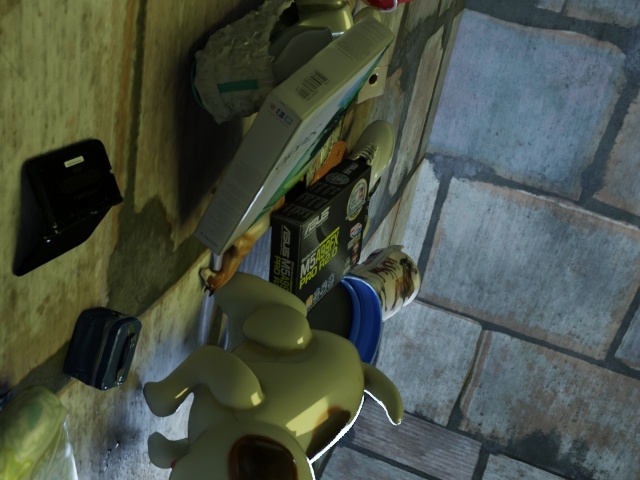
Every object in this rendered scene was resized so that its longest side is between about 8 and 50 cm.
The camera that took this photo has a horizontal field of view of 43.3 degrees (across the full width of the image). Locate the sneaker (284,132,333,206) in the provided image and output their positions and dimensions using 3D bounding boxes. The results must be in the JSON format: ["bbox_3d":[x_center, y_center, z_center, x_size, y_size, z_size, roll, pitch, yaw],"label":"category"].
[{"bbox_3d":[-0.034,-0.139,1.431,0.093,0.088,0.225,136,-26,-84],"label":"sneaker"}]

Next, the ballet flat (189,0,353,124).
[{"bbox_3d":[-0.028,-0.277,1.124,0.409,0.146,0.147,-56,161,-47],"label":"ballet flat"}]

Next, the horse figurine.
[{"bbox_3d":[-0.117,-0.051,1.309,0.263,0.066,0.174,-60,157,-31],"label":"horse figurine"}]

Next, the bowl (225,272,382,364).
[{"bbox_3d":[-0.037,0.230,1.661,0.391,0.077,0.391,-25,131,-33],"label":"bowl"}]

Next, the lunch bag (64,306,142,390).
[{"bbox_3d":[-0.256,0.128,0.974,0.067,0.065,0.099,-13,122,-75],"label":"lunch bag"}]

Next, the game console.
[{"bbox_3d":[-0.265,-0.036,0.821,0.122,0.071,0.107,-46,122,-64],"label":"game console"}]

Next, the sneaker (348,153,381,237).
[{"bbox_3d":[0.085,-0.117,1.997,0.153,0.101,0.269,88,19,-57],"label":"sneaker"}]

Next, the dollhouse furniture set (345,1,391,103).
[{"bbox_3d":[0.011,-0.315,1.411,0.183,0.129,0.129,-25,141,-30],"label":"dollhouse furniture set"}]

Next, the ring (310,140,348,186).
[{"bbox_3d":[-0.013,-0.065,1.807,0.336,0.032,0.337,18,90,-78],"label":"ring"}]

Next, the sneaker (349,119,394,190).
[{"bbox_3d":[0.106,-0.177,1.860,0.091,0.094,0.258,89,22,-69],"label":"sneaker"}]

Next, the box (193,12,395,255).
[{"bbox_3d":[-0.041,-0.135,1.091,0.232,0.058,0.322,-47,178,-39],"label":"box"}]

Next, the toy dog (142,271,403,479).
[{"bbox_3d":[-0.090,0.312,1.259,0.408,0.395,0.285,-67,179,-57],"label":"toy dog"}]

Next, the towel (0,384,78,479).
[{"bbox_3d":[-0.367,0.378,0.840,0.321,0.090,0.375,-61,165,-48],"label":"towel"}]

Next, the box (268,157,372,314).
[{"bbox_3d":[0.000,0.000,1.460,0.270,0.060,0.216,-42,146,-50],"label":"box"}]

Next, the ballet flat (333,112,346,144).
[{"bbox_3d":[0.033,-0.282,1.676,0.057,0.049,0.173,18,91,-33],"label":"ballet flat"}]

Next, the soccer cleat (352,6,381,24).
[{"bbox_3d":[0.067,-0.389,1.591,0.196,0.068,0.076,-64,163,-17],"label":"soccer cleat"}]

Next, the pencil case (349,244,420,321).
[{"bbox_3d":[0.078,0.146,1.957,0.410,0.159,0.184,-28,131,-45],"label":"pencil case"}]

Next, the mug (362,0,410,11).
[{"bbox_3d":[0.161,-0.539,1.596,0.169,0.150,0.113,-62,180,-17],"label":"mug"}]

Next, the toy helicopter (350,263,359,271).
[{"bbox_3d":[0.024,0.222,2.256,0.355,0.140,0.235,-61,177,5],"label":"toy helicopter"}]
